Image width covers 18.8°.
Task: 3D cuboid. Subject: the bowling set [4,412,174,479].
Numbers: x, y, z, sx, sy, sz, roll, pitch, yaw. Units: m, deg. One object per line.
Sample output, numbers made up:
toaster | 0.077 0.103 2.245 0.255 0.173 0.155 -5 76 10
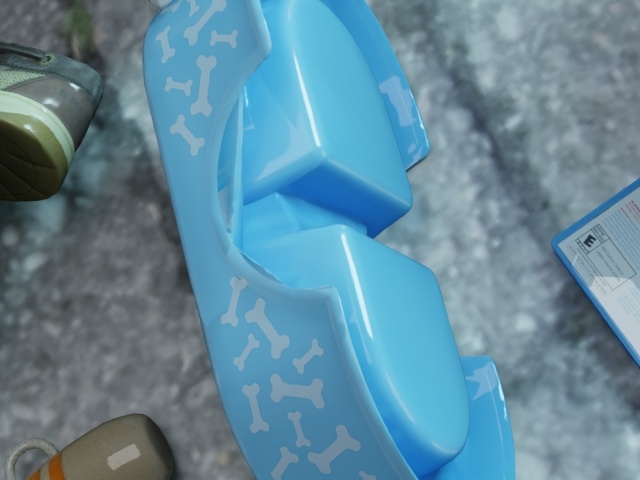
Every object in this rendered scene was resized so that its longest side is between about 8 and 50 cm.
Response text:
bowling set | -0.125 0.198 0.826 0.154 0.200 0.287 -28 63 8

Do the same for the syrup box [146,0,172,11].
syrup box | -0.119 -0.231 0.985 0.096 0.093 0.237 -41 52 1

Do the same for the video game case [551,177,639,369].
video game case | 0.206 -0.001 0.884 0.166 0.015 0.119 -35 66 3

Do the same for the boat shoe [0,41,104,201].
boat shoe | -0.207 -0.073 1.004 0.223 0.080 0.073 11 46 32

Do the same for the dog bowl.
dog bowl | 0.000 0.000 0.872 0.074 0.166 0.297 -23 67 21
